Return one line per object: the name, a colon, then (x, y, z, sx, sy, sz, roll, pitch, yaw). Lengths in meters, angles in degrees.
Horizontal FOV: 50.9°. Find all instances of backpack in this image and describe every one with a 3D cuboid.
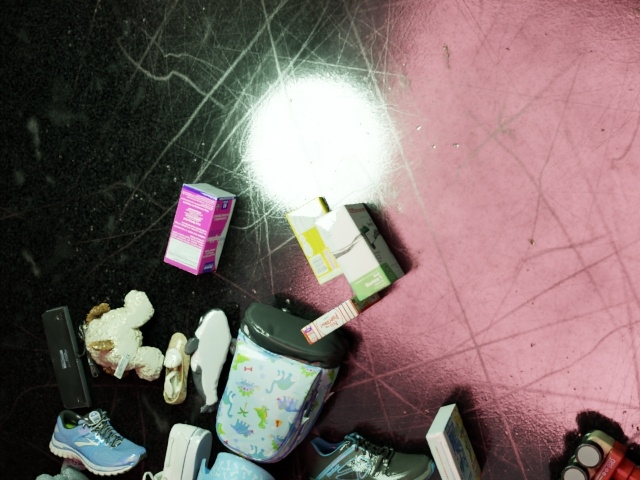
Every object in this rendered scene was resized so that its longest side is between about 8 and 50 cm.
backpack: (-0.121, 0.386, 1.722, 0.290, 0.273, 0.355, 23, 116, 9)

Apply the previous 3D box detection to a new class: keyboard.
keyboard: (-0.747, 0.354, 2.048, 0.202, 0.033, 0.317, -13, 91, 31)

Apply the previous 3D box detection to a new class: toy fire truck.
toy fire truck: (0.661, 0.570, 1.494, 0.246, 0.158, 0.217, 32, 105, 26)

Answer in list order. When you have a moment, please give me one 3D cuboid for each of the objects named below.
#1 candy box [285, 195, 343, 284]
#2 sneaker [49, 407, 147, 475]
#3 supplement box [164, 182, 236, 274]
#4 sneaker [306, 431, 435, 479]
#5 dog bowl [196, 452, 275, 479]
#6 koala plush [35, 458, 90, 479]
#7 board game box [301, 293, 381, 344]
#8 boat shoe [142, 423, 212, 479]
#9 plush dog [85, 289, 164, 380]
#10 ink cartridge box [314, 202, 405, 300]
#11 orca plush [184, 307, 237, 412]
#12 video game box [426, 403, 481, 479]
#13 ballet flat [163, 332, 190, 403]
candy box: (0.000, 0.000, 1.735, 0.105, 0.027, 0.205, -28, 86, 19)
sneaker: (-0.662, 0.587, 1.992, 0.330, 0.130, 0.147, 11, 101, 20)
supplement box: (-0.323, -0.033, 1.809, 0.114, 0.111, 0.220, 22, 103, 17)
sneaker: (0.115, 0.561, 1.696, 0.341, 0.125, 0.139, -11, 90, 21)
dog bowl: (-0.234, 0.641, 1.773, 0.166, 0.074, 0.297, 35, 145, -11)
koala plush: (-0.700, 0.774, 2.004, 0.221, 0.196, 0.203, 11, 110, 19)
board game box: (0.054, 0.179, 1.643, 0.147, 0.193, 0.045, -34, 83, 21)
boat shoe: (-0.425, 0.695, 1.909, 0.157, 0.136, 0.367, 14, 97, 19)
plush dog: (-0.593, 0.291, 1.921, 0.225, 0.211, 0.262, -16, 88, 48)
ink cartridge box: (0.097, 0.021, 1.629, 0.093, 0.160, 0.219, -32, 84, 19)
orca plush: (-0.305, 0.323, 1.872, 0.151, 0.102, 0.287, -15, 104, -23)
video game box: (0.315, 0.504, 1.571, 0.048, 0.205, 0.187, -19, 89, 20)
ballet flat: (-0.411, 0.368, 1.906, 0.073, 0.067, 0.206, 2, 96, 22)
